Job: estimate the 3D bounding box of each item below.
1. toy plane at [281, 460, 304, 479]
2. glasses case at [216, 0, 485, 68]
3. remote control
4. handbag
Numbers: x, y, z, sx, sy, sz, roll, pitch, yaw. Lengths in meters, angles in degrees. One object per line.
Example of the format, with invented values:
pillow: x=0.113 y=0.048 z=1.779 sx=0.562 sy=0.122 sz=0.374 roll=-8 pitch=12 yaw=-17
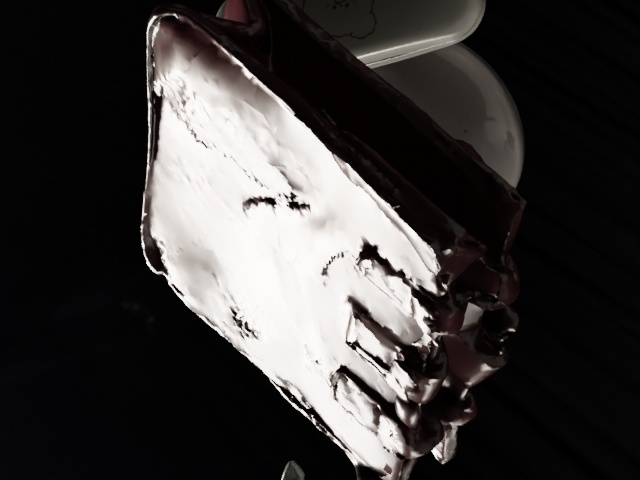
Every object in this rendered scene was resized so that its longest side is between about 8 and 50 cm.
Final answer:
toy plane: x=-0.033 y=0.264 z=0.726 sx=0.255 sy=0.101 sz=0.251 roll=-54 pitch=18 yaw=33
glasses case: x=0.017 y=-0.153 z=0.845 sx=0.193 sy=0.074 sz=0.049 roll=-12 pitch=-8 yaw=21
remote control: x=0.058 y=-0.099 z=1.274 sx=0.103 sy=0.332 sz=0.221 roll=-46 pitch=-64 yaw=-43
handbag: x=0.002 y=-0.002 z=0.598 sx=0.074 sy=0.216 sz=0.203 roll=-32 pitch=-32 yaw=-29
